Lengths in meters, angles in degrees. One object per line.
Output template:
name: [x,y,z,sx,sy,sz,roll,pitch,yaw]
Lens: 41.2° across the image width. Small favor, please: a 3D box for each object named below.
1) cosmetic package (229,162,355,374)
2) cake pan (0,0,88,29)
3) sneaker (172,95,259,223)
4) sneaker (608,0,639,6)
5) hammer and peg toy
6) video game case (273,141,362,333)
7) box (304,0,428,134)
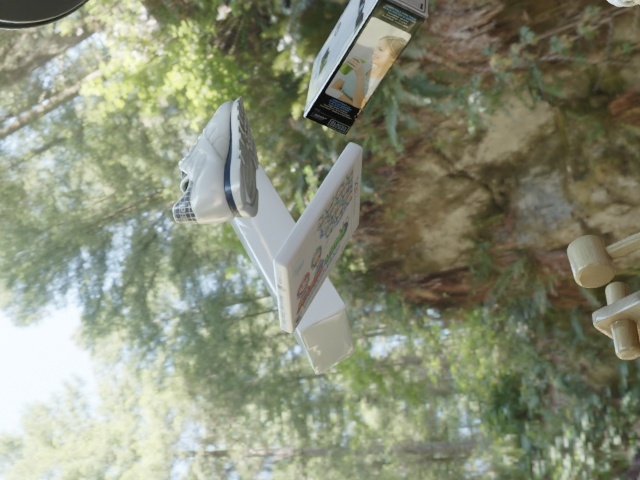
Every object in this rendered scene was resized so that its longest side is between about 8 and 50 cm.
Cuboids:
cosmetic package: [-0.072,0.031,1.536,0.377,0.097,0.284,59,175,22]
cake pan: [-0.374,-0.399,1.040,0.293,0.054,0.293,-16,-58,-27]
sneaker: [-0.132,-0.106,1.077,0.235,0.094,0.090,-91,-17,-55]
sneaker: [0.357,-0.291,0.904,0.229,0.087,0.092,-106,19,-63]
hammer and peg toy: [0.544,0.093,1.232,0.361,0.266,0.127,31,-136,-29]
video game case: [0.000,0.000,0.866,0.157,0.019,0.143,-58,-17,-27]
box: [0.078,-0.342,1.458,0.087,0.290,0.169,22,-131,-15]
